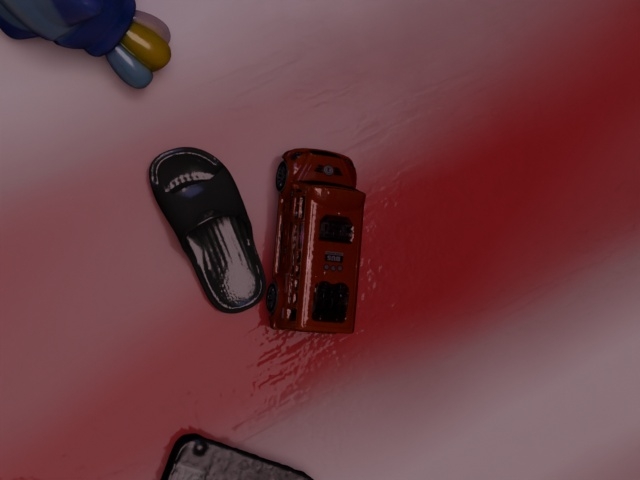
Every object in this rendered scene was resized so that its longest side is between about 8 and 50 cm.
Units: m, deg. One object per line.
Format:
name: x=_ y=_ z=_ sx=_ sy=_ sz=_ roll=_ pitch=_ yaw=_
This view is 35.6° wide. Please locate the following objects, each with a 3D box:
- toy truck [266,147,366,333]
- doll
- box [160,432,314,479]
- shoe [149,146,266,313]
toy truck: x=0.000 y=0.000 z=1.349 sx=0.107 sy=0.114 sz=0.253 roll=6 pitch=86 yaw=-23
doll: x=-0.311 y=-0.383 z=1.245 sx=0.376 sy=0.187 sz=0.366 roll=0 pitch=90 yaw=-18
box: x=-0.152 y=0.452 z=1.331 sx=0.211 sy=0.058 sz=0.350 roll=21 pitch=82 yaw=-12
shoe: x=-0.141 y=-0.016 z=1.332 sx=0.108 sy=0.093 sz=0.241 roll=-25 pitch=96 yaw=-13
